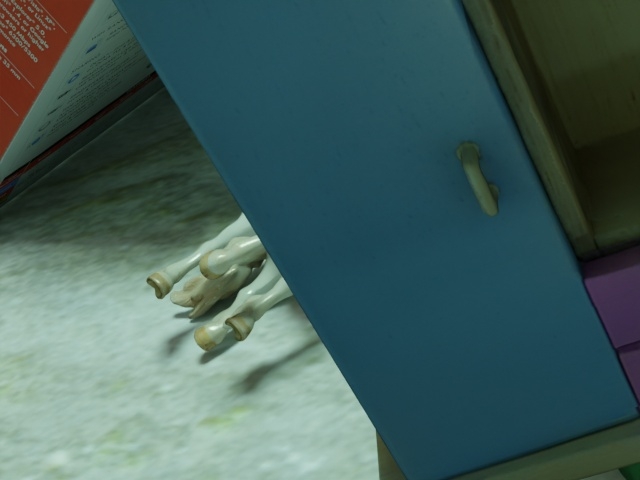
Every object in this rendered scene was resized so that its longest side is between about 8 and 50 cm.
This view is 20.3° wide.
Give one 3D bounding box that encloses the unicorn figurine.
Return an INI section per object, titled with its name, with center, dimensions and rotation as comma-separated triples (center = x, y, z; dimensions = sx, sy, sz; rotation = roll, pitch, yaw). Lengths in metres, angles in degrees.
[unicorn figurine]
center = 0.000, 0.000, 0.699
dimensions = 0.111, 0.060, 0.162
rotation = -33, 26, -22

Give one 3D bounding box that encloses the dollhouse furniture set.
[dollhouse furniture set]
center = 0.091, 0.043, 0.260
dimensions = 0.286, 0.198, 0.303
rotation = -18, 42, 14

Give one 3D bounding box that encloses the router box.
[router box]
center = -0.061, -0.179, 0.933
dimensions = 0.335, 0.082, 0.301
rotation = -41, -3, -38

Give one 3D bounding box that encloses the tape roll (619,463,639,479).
[tape roll]
center = 0.224, -0.025, 0.532
dimensions = 0.321, 0.077, 0.321
rotation = -19, 23, 8
